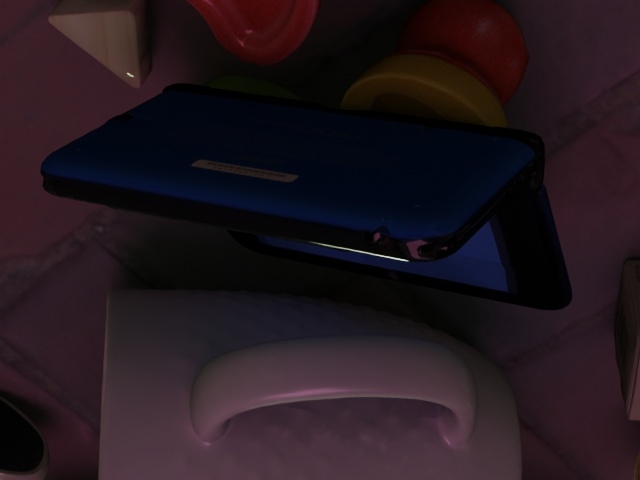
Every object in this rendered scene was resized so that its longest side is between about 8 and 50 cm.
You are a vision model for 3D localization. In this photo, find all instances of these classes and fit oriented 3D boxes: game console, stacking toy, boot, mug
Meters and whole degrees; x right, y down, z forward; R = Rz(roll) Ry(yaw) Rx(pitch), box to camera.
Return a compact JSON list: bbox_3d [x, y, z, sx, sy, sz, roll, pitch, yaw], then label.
[{"bbox_3d":[0.000,0.000,0.973,0.293,0.250,0.173,10,117,26],"label":"game console"},{"bbox_3d":[-0.018,-0.161,1.031,0.309,0.130,0.279,44,145,-23],"label":"stacking toy"},{"bbox_3d":[-0.380,0.211,1.336,0.244,0.088,0.176,20,128,-1],"label":"boot"},{"bbox_3d":[-0.008,0.160,1.119,0.328,0.276,0.374,2,154,-9],"label":"mug"}]

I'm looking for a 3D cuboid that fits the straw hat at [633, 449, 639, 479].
[{"bbox_3d":[0.328,0.213,1.292,0.144,0.144,0.061,30,165,-18],"label":"straw hat"}]

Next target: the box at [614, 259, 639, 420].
[{"bbox_3d":[0.385,0.084,1.159,0.275,0.113,0.094,0,127,2],"label":"box"}]
